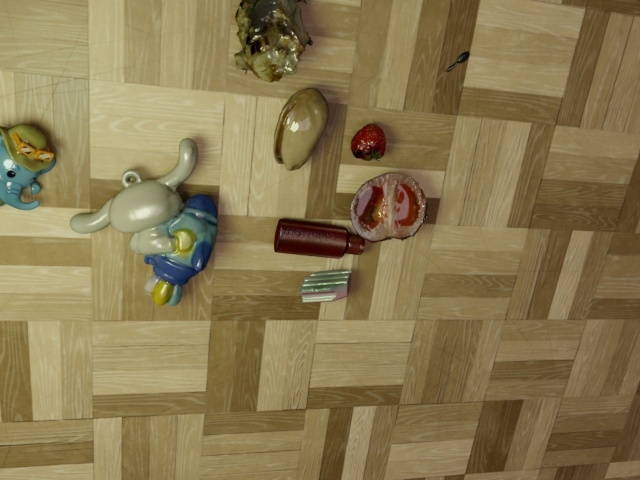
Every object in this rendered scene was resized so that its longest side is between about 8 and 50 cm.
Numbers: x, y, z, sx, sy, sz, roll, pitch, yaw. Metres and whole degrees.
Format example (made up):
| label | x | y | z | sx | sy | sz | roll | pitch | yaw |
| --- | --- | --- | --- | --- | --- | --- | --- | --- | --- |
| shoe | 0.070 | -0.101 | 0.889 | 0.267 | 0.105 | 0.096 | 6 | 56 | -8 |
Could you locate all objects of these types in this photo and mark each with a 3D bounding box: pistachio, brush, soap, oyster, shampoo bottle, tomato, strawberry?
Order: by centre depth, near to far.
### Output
| label | x | y | z | sx | sy | sz | roll | pitch | yaw |
| --- | --- | --- | --- | --- | --- | --- | --- | --- | --- |
| oyster | -0.100 | -0.554 | 1.396 | 0.197 | 0.133 | 0.337 | 18 | 92 | 7 |
| pistachio | -0.052 | -0.293 | 1.524 | 0.152 | 0.126 | 0.223 | 4 | 115 | -54 |
| strawberry | 0.132 | -0.271 | 1.599 | 0.106 | 0.106 | 0.106 | -5 | 112 | -12 |
| brush | 0.382 | -0.497 | 1.616 | 0.083 | 0.008 | 0.024 | -38 | 118 | 2 |
| tomato | 0.184 | -0.102 | 1.667 | 0.227 | 0.112 | 0.199 | -2 | 104 | -13 |
| shampoo bottle | 0.000 | 0.000 | 1.684 | 0.260 | 0.064 | 0.102 | 6 | 109 | -17 |
| soap | 0.021 | 0.135 | 1.723 | 0.148 | 0.100 | 0.056 | -6 | 121 | 15 |

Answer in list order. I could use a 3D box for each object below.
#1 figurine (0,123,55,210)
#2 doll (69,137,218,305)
| label | x | y | z | sx | sy | sz | roll | pitch | yaw |
| --- | --- | --- | --- | --- | --- | --- | --- | --- | --- |
| figurine | -0.752 | -0.165 | 1.397 | 0.179 | 0.154 | 0.262 | 23 | 121 | -30 |
| doll | -0.402 | -0.029 | 1.523 | 0.375 | 0.187 | 0.366 | -26 | 108 | 22 |
